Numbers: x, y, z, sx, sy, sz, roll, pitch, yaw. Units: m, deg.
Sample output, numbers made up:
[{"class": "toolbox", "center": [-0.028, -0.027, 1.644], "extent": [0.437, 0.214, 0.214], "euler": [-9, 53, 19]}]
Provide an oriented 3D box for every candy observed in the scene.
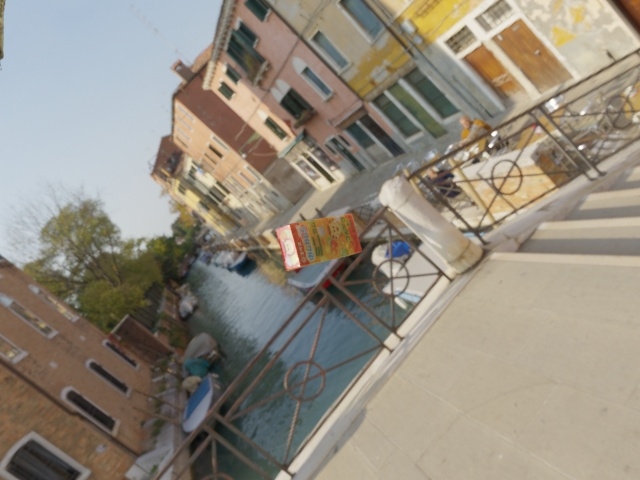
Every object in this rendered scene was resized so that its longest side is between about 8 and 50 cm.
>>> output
[{"class": "candy", "center": [0.000, 0.000, 0.713], "extent": [0.122, 0.062, 0.038], "euler": [-11, -5, -40]}]

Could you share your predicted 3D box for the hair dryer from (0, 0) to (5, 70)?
[{"class": "hair dryer", "center": [-0.265, -0.248, 0.363], "extent": [0.229, 0.092, 0.267], "euler": [7, 82, 35]}]
